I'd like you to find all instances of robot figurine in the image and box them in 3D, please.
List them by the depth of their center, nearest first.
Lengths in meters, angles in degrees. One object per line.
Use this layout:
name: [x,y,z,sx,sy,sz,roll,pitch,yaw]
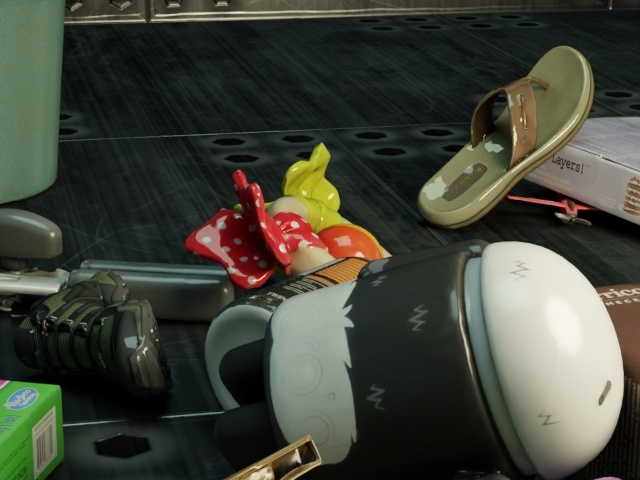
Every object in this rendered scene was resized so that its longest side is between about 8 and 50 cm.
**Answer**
robot figurine: [0.070,0.104,1.104,0.278,0.209,0.173,-16,-8,17]

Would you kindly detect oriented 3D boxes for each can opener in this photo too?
can opener: [-0.217,0.031,1.545,0.280,0.093,0.074,7,17,6]

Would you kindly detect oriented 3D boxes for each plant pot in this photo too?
plant pot: [-0.455,-0.228,1.955,0.341,0.334,0.341,0,16,0]

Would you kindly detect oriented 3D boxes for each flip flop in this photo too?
flip flop: [0.212,-0.129,1.857,0.277,0.080,0.112,-43,40,-11]

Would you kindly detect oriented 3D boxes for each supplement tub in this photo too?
supplement tub: [0.004,0.081,1.325,0.117,0.117,0.190,13,20,35]

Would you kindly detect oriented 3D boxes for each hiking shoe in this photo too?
hiking shoe: [-0.200,0.094,1.370,0.114,0.086,0.227,-19,16,-16]

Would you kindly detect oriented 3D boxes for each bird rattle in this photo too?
bird rattle: [0.000,0.000,1.535,0.207,0.143,0.253,33,8,1]

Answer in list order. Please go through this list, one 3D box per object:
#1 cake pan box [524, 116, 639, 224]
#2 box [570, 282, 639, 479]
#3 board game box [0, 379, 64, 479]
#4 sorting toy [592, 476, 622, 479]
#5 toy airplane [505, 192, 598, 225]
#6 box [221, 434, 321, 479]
cake pan box: [0.386,-0.090,1.924,0.245,0.070,0.267,-4,21,-40]
box: [0.314,0.145,1.095,0.191,0.143,0.381,-5,16,-18]
board game box: [-0.375,0.162,1.136,0.316,0.064,0.242,4,17,12]
sorting toy: [0.062,0.231,0.921,0.365,0.127,0.126,-6,47,-29]
toy airplane: [0.286,-0.042,1.887,0.151,0.028,0.151,6,16,-2]
box: [-0.113,0.184,0.951,0.201,0.021,0.164,-32,-6,34]
